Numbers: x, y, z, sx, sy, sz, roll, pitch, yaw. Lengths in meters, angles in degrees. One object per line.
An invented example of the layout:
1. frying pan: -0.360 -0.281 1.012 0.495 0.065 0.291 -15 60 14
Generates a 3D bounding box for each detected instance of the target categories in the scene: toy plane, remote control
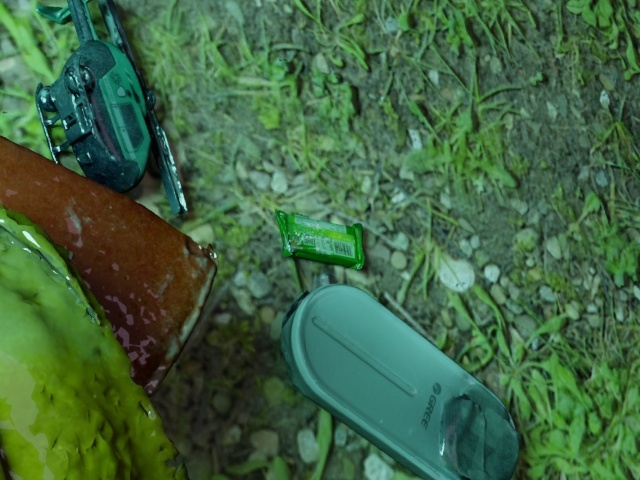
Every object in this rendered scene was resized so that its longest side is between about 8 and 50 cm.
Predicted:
1. toy plane: -0.169 -0.127 0.758 0.096 0.060 0.235 -11 80 -47
2. remote control: 0.069 0.130 0.822 0.247 0.052 0.104 39 53 -17

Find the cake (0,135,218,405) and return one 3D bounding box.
1. cake: -0.219 0.037 0.581 0.262 0.158 0.159 28 54 -22

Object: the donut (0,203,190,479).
1. donut: -0.200 0.112 0.485 0.272 0.272 0.107 59 25 0

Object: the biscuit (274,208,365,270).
1. biscuit: 0.000 0.000 0.853 0.089 0.016 0.046 11 62 -33
